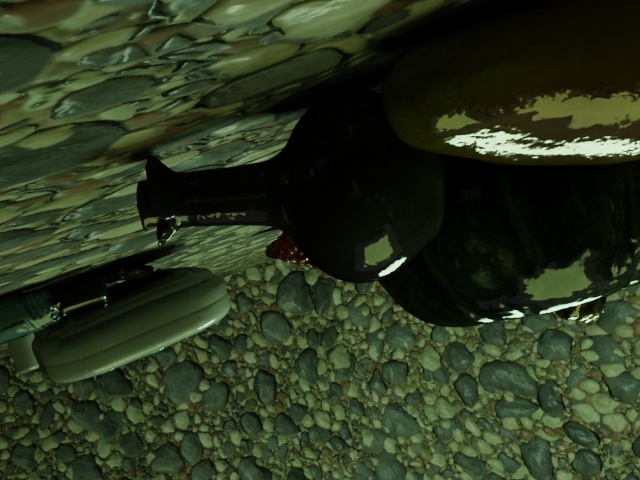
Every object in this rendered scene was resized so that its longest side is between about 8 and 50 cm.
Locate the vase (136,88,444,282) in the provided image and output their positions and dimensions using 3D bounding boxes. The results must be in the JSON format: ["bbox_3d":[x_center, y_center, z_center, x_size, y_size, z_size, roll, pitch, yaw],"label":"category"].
[{"bbox_3d":[-0.020,-0.029,0.580,0.182,0.120,0.120,-5,176,-6],"label":"vase"}]

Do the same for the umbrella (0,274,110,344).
[{"bbox_3d":[-0.375,0.092,1.122,0.250,0.052,0.053,-19,145,-3],"label":"umbrella"}]

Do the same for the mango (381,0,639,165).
[{"bbox_3d":[0.136,-0.090,0.534,0.227,0.099,0.136,-9,174,-21],"label":"mango"}]

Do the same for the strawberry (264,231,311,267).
[{"bbox_3d":[0.024,-0.009,1.657,0.175,0.107,0.236,19,-168,20],"label":"strawberry"}]

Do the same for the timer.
[{"bbox_3d":[-0.264,0.107,1.292,0.262,0.087,0.237,-22,-170,-22],"label":"timer"}]

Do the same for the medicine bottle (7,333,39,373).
[{"bbox_3d":[-0.495,0.174,1.583,0.052,0.089,0.052,-20,179,0],"label":"medicine bottle"}]

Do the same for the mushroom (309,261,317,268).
[{"bbox_3d":[-0.009,-0.007,1.507,0.088,0.072,0.130,-46,164,-43],"label":"mushroom"}]

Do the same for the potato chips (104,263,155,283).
[{"bbox_3d":[-0.319,0.071,1.241,0.219,0.029,0.202,-20,-175,4],"label":"potato chips"}]

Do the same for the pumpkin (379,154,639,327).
[{"bbox_3d":[0.178,-0.036,0.752,0.300,0.207,0.300,-20,178,-1],"label":"pumpkin"}]
